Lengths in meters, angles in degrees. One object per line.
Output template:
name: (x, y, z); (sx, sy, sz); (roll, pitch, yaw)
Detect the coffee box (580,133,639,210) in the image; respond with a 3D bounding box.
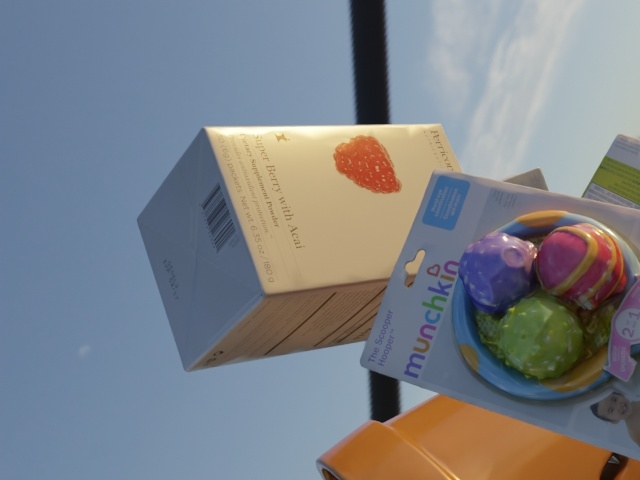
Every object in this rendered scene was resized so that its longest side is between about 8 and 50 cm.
coffee box: (0.551, 0.086, 1.429); (0.334, 0.338, 0.338); (-62, 18, 9)

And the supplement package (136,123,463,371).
supplement package: (0.000, 0.000, 0.991); (0.293, 0.177, 0.175); (-6, -25, -37)

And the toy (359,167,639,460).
toy: (0.140, 0.034, 0.541); (0.136, 0.237, 0.056); (-67, -28, -13)

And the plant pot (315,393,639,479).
plant pot: (0.166, 0.235, 0.845); (0.203, 0.291, 0.291); (-39, -23, -13)

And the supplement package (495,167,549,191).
supplement package: (0.232, -0.024, 1.410); (0.179, 0.105, 0.105); (-20, 2, -8)
